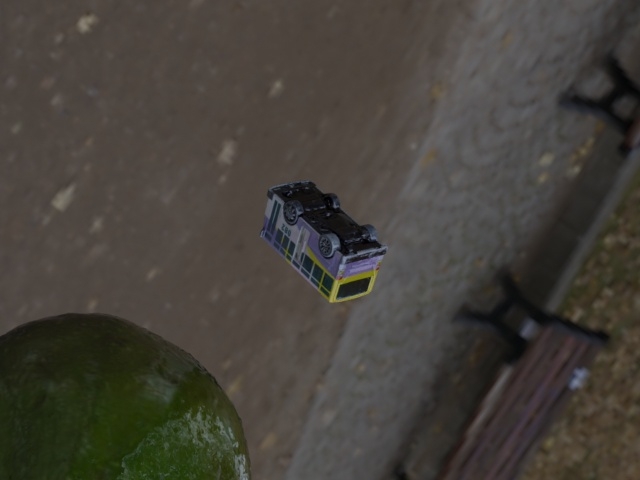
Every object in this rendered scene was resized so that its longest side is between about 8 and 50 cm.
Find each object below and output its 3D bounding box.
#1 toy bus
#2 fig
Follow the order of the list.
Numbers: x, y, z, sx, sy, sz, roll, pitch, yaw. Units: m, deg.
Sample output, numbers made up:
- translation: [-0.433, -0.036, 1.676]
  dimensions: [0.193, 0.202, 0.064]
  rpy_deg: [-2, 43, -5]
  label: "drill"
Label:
- translation: [0.000, 0.000, 1.176]
  dimensions: [0.052, 0.102, 0.058]
  rpy_deg: [-13, 131, -39]
  label: "toy bus"
- translation: [-0.080, 0.092, 0.512]
  dimensions: [0.123, 0.123, 0.156]
  rpy_deg: [-56, -163, 5]
  label: "fig"
